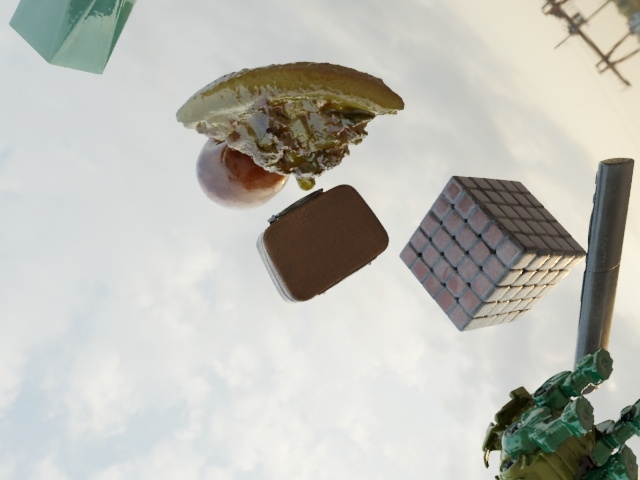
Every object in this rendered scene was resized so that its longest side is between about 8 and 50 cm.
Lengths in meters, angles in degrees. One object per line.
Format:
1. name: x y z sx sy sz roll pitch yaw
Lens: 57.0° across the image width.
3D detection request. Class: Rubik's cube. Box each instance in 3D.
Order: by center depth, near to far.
1. Rubik's cube: 0.356 0.026 1.243 0.237 0.237 0.238 1 -136 -39

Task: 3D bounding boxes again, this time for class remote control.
1. remote control: 0.451 0.058 0.946 0.107 0.044 0.377 -19 -67 -50

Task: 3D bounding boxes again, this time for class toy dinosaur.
1. toy dinosaur: 0.186 0.185 0.490 0.094 0.153 0.259 49 -147 7

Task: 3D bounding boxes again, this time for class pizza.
1. pizza: -0.053 -0.199 0.900 0.268 0.258 0.087 25 -130 -24

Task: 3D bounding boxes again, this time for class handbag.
1. handbag: 0.000 0.000 0.939 0.193 0.072 0.151 -29 -90 -17

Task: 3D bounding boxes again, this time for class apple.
1. apple: -0.143 -0.147 1.157 0.162 0.201 0.201 53 -152 -32

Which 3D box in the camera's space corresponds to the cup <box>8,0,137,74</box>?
1. cup: -0.297 -0.358 0.787 0.134 0.236 0.148 26 -143 -30
